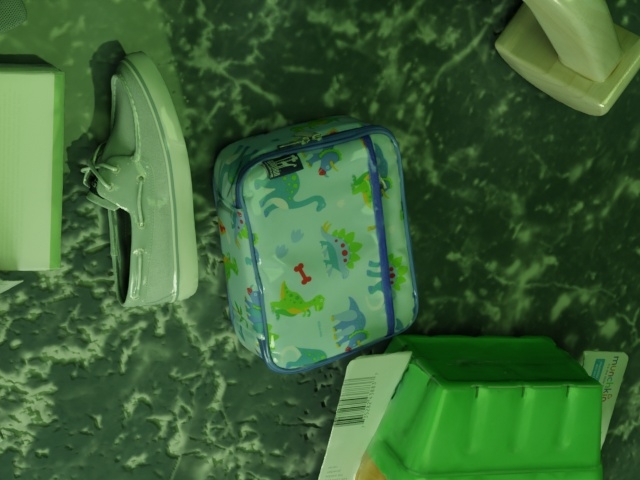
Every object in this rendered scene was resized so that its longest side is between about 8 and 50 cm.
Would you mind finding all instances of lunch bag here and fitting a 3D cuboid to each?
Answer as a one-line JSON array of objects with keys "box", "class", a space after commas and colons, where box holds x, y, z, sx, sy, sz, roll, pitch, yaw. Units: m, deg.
[{"box": [0.000, 0.000, 1.191, 0.176, 0.090, 0.218, -15, 112, -23], "class": "lunch bag"}]

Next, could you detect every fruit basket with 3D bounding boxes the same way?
[{"box": [0.130, 0.262, 1.314, 0.327, 0.165, 0.353, 2, 120, -25], "class": "fruit basket"}]

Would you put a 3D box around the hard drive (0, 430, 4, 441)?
[{"box": [-0.396, 0.204, 0.998, 0.307, 0.203, 0.040, -39, 117, -10], "class": "hard drive"}]

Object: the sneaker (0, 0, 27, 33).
[{"box": [-0.294, -0.145, 0.930, 0.210, 0.137, 0.365, -4, 77, -28], "class": "sneaker"}]

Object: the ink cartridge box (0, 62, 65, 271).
[{"box": [-0.326, -0.058, 1.040, 0.235, 0.056, 0.171, -1, 105, -22], "class": "ink cartridge box"}]

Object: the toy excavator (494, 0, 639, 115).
[{"box": [0.110, -0.276, 1.064, 0.445, 0.433, 0.222, 37, 87, -1], "class": "toy excavator"}]

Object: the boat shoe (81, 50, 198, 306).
[{"box": [-0.159, -0.045, 1.107, 0.081, 0.079, 0.227, -17, 114, -25], "class": "boat shoe"}]

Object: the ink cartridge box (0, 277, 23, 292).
[{"box": [-0.324, 0.045, 1.004, 0.145, 0.179, 0.045, -28, 88, 2], "class": "ink cartridge box"}]
